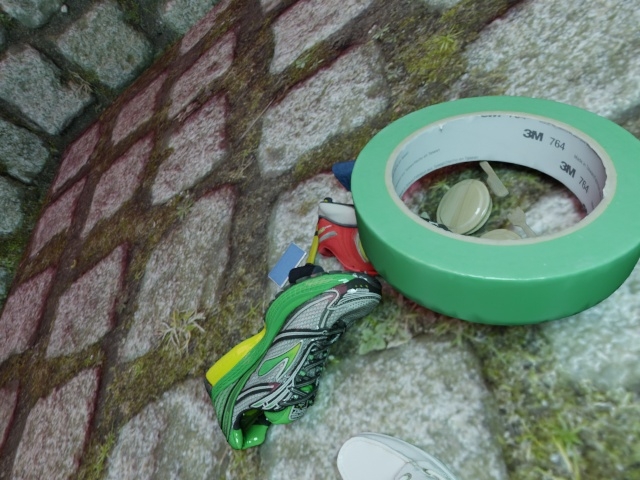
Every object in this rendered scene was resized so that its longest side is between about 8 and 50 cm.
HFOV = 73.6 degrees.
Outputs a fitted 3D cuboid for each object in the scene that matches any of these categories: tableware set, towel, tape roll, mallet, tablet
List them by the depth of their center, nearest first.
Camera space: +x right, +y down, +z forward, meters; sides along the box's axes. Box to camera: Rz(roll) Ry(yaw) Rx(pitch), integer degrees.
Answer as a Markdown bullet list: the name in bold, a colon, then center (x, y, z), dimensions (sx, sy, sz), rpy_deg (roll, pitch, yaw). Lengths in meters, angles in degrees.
- **tape roll**: center (0.199, -0.057, 0.505), dimensions (0.321, 0.077, 0.321), rpy_deg (-8, 45, 8)
- **tableware set**: center (0.220, -0.006, 0.584), dimensions (0.128, 0.039, 0.194), rpy_deg (-45, 36, 29)
- **towel**: center (0.081, -0.118, 0.758), dimensions (0.119, 0.067, 0.029), rpy_deg (1, 63, 41)
- **mallet**: center (0.000, 0.000, 0.778), dimensions (0.062, 0.039, 0.190), rpy_deg (0, 60, 41)
- **tablet**: center (-0.064, 0.046, 0.821), dimensions (0.083, 0.006, 0.054), rpy_deg (-54, 42, -2)

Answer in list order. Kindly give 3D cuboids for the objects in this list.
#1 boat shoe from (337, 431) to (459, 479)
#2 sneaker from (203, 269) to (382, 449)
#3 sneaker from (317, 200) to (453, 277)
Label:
- **boat shoe**: center (0.110, 0.286, 0.445), dimensions (0.277, 0.096, 0.098), rpy_deg (17, 76, 46)
- **sneaker**: center (-0.029, 0.178, 0.634), dimensions (0.343, 0.134, 0.146), rpy_deg (-48, 49, 19)
- **sneaker**: center (0.090, 0.013, 0.651), dimensions (0.279, 0.107, 0.118), rpy_deg (20, 104, 55)
